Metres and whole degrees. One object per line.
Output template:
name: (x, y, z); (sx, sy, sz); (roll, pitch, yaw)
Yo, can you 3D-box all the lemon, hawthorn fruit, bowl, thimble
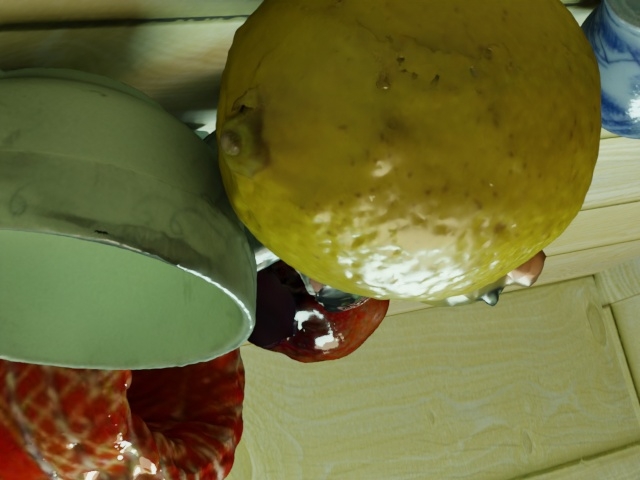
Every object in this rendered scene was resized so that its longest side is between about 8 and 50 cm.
lemon: (0.056, -0.083, 1.000); (0.310, 0.254, 0.253); (-6, 167, -36)
hawthorn fruit: (-0.009, 0.060, 1.888); (0.215, 0.215, 0.249); (-18, 174, 17)
bowl: (-0.196, -0.018, 1.056); (0.307, 0.163, 0.307); (2, 156, 1)
thimble: (-0.233, 0.131, 1.489); (0.230, 0.350, 0.350); (-15, 172, 21)

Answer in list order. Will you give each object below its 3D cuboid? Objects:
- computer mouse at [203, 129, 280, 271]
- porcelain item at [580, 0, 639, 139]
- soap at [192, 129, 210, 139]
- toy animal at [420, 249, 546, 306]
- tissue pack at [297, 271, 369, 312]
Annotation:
computer mouse: (-0.004, -0.079, 1.264); (0.371, 0.122, 0.188); (-30, -167, -24)
porcelain item: (0.286, -0.171, 1.241); (0.141, 0.141, 0.259); (-16, 162, 4)
soap: (-0.195, -0.056, 1.290); (0.119, 0.067, 0.198); (-23, 169, 33)
toy animal: (0.137, -0.033, 1.374); (0.169, 0.195, 0.281); (13, -147, 7)
tissue pack: (0.124, -0.032, 1.634); (0.332, 0.123, 0.245); (-30, 173, -2)
